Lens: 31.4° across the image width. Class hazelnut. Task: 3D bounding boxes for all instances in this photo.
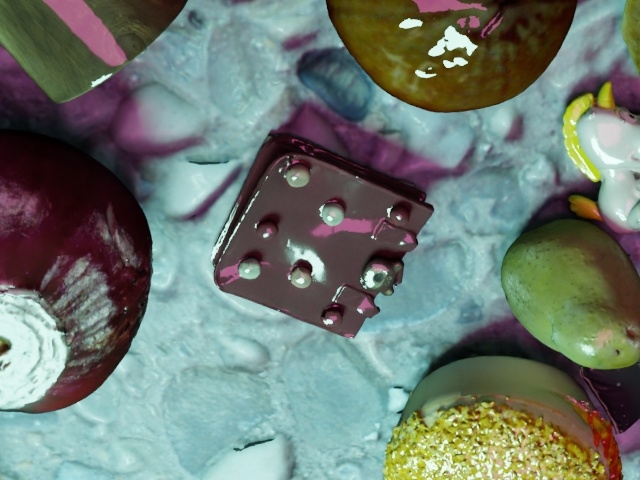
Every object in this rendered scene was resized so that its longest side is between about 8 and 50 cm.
[{"bbox_3d":[0.127,-0.232,1.131,0.251,0.217,0.217,14,116,-12],"label":"hazelnut"}]

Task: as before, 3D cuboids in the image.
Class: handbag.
[{"bbox_3d":[0.000,0.001,1.317,0.216,0.074,0.203,23,114,-16],"label":"handbag"}]

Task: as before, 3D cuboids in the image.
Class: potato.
[{"bbox_3d":[0.299,0.068,1.309,0.157,0.194,0.157,-8,126,-12],"label":"potato"}]

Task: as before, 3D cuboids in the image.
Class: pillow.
[{"bbox_3d":[0.414,0.132,1.403,0.208,0.055,0.141,-42,122,-9],"label":"pillow"}]

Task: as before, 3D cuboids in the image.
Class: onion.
[{"bbox_3d":[-0.334,0.013,1.177,0.336,0.282,0.260,20,117,-14],"label":"onion"}]

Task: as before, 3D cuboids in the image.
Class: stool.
[{"bbox_3d":[-0.273,-0.285,1.085,0.179,0.179,0.264,-33,115,13],"label":"stool"}]

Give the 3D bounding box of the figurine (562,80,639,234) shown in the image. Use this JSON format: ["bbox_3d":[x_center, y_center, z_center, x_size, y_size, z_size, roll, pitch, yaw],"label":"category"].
[{"bbox_3d":[0.341,-0.093,1.290,0.129,0.109,0.178,0,117,20],"label":"figurine"}]

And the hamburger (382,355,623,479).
[{"bbox_3d":[0.223,0.277,1.397,0.294,0.179,0.276,5,129,4],"label":"hamburger"}]

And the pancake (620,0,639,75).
[{"bbox_3d":[0.425,-0.177,1.174,0.049,0.282,0.282,-44,116,-16],"label":"pancake"}]

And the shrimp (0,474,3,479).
[{"bbox_3d":[-0.452,0.306,1.419,0.145,0.116,0.343,-6,124,26],"label":"shrimp"}]
